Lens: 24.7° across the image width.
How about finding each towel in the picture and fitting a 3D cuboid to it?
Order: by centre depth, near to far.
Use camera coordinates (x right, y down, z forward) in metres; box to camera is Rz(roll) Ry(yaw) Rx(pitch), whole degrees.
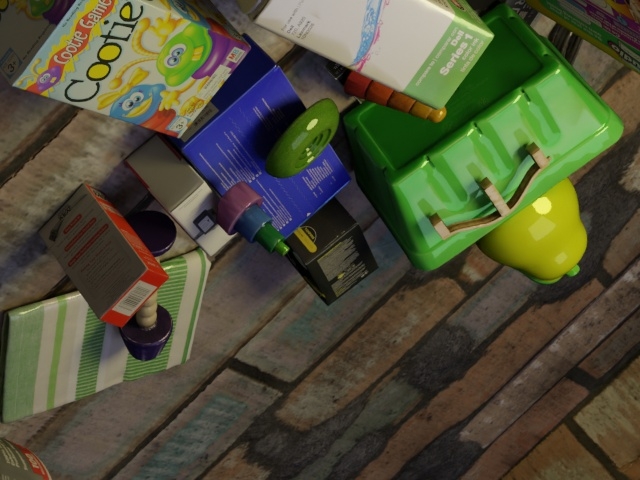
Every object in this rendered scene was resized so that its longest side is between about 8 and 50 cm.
[{"bbox_3d":[-0.314,0.137,2.112,0.325,0.038,0.248,-18,143,-32],"label":"towel"}]

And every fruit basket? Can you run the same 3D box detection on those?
[{"bbox_3d":[0.259,-0.107,2.158,0.392,0.283,0.392,-18,138,-17],"label":"fruit basket"}]

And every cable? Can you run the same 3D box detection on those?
[{"bbox_3d":[0.392,-0.240,2.384,0.139,0.072,0.287,-20,146,-42],"label":"cable"}]

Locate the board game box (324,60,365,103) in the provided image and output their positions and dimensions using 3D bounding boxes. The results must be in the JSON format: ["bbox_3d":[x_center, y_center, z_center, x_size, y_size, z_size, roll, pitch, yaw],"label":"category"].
[{"bbox_3d":[0.076,-0.251,1.985,0.126,0.026,0.186,-43,168,6],"label":"board game box"}]

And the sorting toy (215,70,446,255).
[{"bbox_3d":[0.030,-0.115,1.889,0.365,0.126,0.127,-45,168,-13],"label":"sorting toy"}]

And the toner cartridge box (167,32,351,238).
[{"bbox_3d":[-0.084,-0.122,1.973,0.165,0.075,0.348,-40,152,-2],"label":"toner cartridge box"}]

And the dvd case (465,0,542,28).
[{"bbox_3d":[0.261,-0.362,2.099,0.239,0.029,0.179,-4,136,-47],"label":"dvd case"}]

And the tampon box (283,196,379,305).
[{"bbox_3d":[0.000,0.000,2.201,0.101,0.120,0.161,-38,151,-6],"label":"tampon box"}]

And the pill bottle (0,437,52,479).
[{"bbox_3d":[-0.528,0.337,1.953,0.210,0.210,0.363,-42,152,2],"label":"pill bottle"}]

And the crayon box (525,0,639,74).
[{"bbox_3d":[0.392,-0.342,1.885,0.106,0.363,0.313,-47,147,-4],"label":"crayon box"}]

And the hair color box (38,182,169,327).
[{"bbox_3d":[-0.275,0.018,1.848,0.093,0.167,0.053,-45,150,9],"label":"hair color box"}]

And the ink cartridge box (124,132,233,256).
[{"bbox_3d":[-0.178,-0.058,1.918,0.063,0.109,0.150,-42,152,-4],"label":"ink cartridge box"}]

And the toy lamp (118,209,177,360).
[{"bbox_3d":[-0.237,0.072,1.990,0.080,0.080,0.274,-27,150,-24],"label":"toy lamp"}]

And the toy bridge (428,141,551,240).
[{"bbox_3d":[0.243,-0.060,2.026,0.188,0.026,0.063,-35,124,4],"label":"toy bridge"}]

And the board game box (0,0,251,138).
[{"bbox_3d":[-0.231,-0.230,1.577,0.144,0.142,0.275,-50,150,17],"label":"board game box"}]

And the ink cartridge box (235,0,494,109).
[{"bbox_3d":[0.030,-0.288,1.661,0.278,0.201,0.117,21,116,-34],"label":"ink cartridge box"}]
